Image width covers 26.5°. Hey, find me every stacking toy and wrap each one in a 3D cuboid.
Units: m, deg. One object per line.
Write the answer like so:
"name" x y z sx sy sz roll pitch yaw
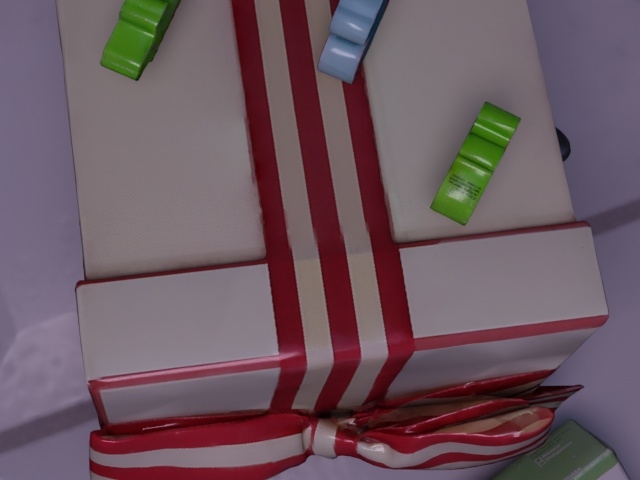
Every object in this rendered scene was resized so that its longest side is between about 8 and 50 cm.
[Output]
"stacking toy" 0.029 -0.127 0.591 0.167 0.052 0.221 24 70 3

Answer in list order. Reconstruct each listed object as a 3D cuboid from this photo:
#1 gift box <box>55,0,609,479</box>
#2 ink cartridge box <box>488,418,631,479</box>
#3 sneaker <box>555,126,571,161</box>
"gift box" 0.000 0.000 0.707 0.255 0.276 0.258 -8 71 -2
"ink cartridge box" 0.146 0.247 0.796 0.171 0.056 0.235 -36 112 -7
"sneaker" 0.115 -0.070 0.824 0.083 0.035 0.031 26 84 -3
